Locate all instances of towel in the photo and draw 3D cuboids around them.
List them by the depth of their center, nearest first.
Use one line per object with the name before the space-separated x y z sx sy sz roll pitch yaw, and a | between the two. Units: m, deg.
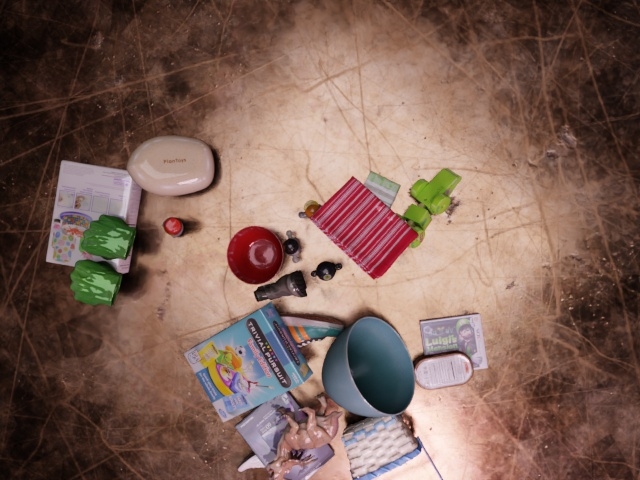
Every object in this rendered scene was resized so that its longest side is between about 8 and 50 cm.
towel | 0.129 -0.040 1.676 0.275 0.031 0.199 43 75 11
towel | 0.174 -0.131 1.815 0.113 0.023 0.152 27 90 1

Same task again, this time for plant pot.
plant pot | 0.117 0.399 1.719 0.195 0.290 0.290 -32 88 39

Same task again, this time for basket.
basket | 0.209 0.669 1.722 0.254 0.201 0.289 -25 76 5

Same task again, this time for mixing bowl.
mixing bowl | -0.194 0.044 1.798 0.181 0.098 0.182 0 92 9

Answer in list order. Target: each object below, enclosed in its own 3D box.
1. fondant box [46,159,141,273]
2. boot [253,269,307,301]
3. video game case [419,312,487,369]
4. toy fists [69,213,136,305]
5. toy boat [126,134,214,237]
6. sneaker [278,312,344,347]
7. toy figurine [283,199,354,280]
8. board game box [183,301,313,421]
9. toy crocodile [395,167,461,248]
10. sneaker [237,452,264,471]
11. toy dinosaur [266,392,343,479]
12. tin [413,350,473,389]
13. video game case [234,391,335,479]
fondant box | -0.723 -0.074 1.841 0.238 0.096 0.331 10 90 3
boot | -0.126 0.153 1.727 0.161 0.246 0.084 -20 89 0
video game case | 0.418 0.327 1.798 0.190 0.022 0.173 -8 90 4
toy fists | -0.668 0.059 1.748 0.142 0.096 0.279 18 91 -8
toy boat | -0.469 -0.169 1.800 0.267 0.148 0.319 -1 88 -14
sneaker | -0.074 0.295 1.797 0.301 0.108 0.121 2 92 12
toy figurine | 0.000 0.000 1.762 0.209 0.148 0.213 35 93 3
board game box | -0.227 0.378 1.761 0.336 0.079 0.254 -32 88 25
toy crocodile | 0.307 -0.079 1.766 0.115 0.105 0.341 36 87 34
sneaker | -0.195 0.705 1.831 0.152 0.054 0.061 -32 91 3
toy dinosaur | -0.033 0.591 1.724 0.295 0.127 0.201 -25 87 16
tin | 0.380 0.404 1.774 0.189 0.040 0.106 -11 94 3
video game case | -0.111 0.633 1.811 0.196 0.026 0.274 -37 87 -14
